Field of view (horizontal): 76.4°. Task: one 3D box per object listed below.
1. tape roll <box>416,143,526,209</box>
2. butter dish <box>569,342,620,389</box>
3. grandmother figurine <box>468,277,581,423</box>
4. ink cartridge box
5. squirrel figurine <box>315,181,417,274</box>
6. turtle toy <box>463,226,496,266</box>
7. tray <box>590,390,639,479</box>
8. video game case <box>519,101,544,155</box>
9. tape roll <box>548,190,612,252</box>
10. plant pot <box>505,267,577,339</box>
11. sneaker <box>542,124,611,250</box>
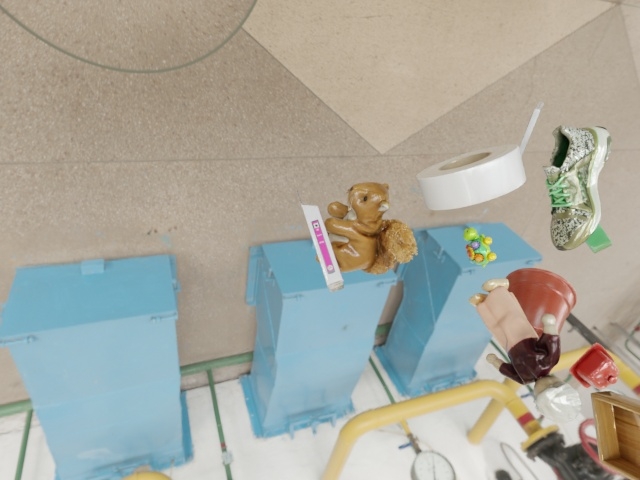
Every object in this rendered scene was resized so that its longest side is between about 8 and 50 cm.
[{"bbox_3d":[0.427,-0.184,1.172,0.287,0.286,0.100,-23,103,-8],"label":"tape roll"},{"bbox_3d":[1.076,0.505,1.560,0.160,0.118,0.160,41,94,-21],"label":"butter dish"},{"bbox_3d":[0.478,0.248,0.949,0.104,0.342,0.207,1,135,-17],"label":"grandmother figurine"},{"bbox_3d":[0.000,0.000,1.500,0.069,0.370,0.175,-20,165,-1],"label":"ink cartridge box"},{"bbox_3d":[0.209,-0.051,1.675,0.397,0.281,0.370,27,120,-5],"label":"squirrel figurine"},{"bbox_3d":[0.485,0.021,1.263,0.066,0.130,0.095,-11,170,-4],"label":"turtle toy"},{"bbox_3d":[0.871,0.530,1.008,0.076,0.411,0.202,-4,85,-6],"label":"tray"},{"bbox_3d":[0.751,-0.390,1.467,0.173,0.022,0.190,-39,146,-50],"label":"video game case"},{"bbox_3d":[1.092,-0.099,1.717,0.077,0.321,0.321,-36,136,28],"label":"tape roll"},{"bbox_3d":[0.825,0.294,1.596,0.265,0.273,0.272,-49,145,-36],"label":"plant pot"},{"bbox_3d":[0.756,-0.174,1.274,0.182,0.158,0.409,11,86,-15],"label":"sneaker"}]
